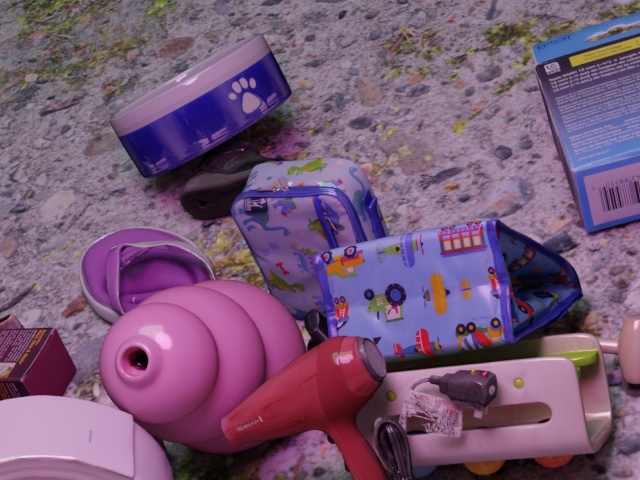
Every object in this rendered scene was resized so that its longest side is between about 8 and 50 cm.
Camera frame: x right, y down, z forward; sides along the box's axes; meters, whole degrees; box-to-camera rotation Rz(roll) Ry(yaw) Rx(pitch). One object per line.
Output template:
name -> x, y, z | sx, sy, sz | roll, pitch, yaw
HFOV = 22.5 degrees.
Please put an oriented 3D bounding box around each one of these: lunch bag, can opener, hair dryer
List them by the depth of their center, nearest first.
hair dryer -> 0.030, 0.212, 1.689 | 0.293, 0.224, 0.080 | 13, 3, 20
lunch bag -> 0.160, 0.058, 1.856 | 0.220, 0.138, 0.293 | -11, -4, 26
can opener -> 0.004, 0.152, 1.928 | 0.059, 0.073, 0.186 | -45, 20, 17
lunch bag -> 0.000, 0.000, 2.026 | 0.176, 0.219, 0.090 | -1, 40, 26

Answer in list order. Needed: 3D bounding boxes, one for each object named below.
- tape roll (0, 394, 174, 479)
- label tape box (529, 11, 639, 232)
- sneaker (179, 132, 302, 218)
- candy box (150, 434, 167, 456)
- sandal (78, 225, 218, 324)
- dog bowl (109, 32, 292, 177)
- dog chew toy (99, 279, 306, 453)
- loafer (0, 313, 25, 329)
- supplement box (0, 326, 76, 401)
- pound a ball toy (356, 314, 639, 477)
tape roll -> -0.292, 0.302, 1.712 | 0.286, 0.286, 0.100 | -17, 34, 5
label tape box -> 0.431, -0.175, 2.139 | 0.249, 0.115, 0.348 | -16, 32, 7
sneaker -> -0.086, -0.105, 2.330 | 0.227, 0.087, 0.130 | -8, 43, 27
candy box -> -0.301, 0.306, 1.897 | 0.233, 0.071, 0.159 | -16, 34, 6
sandal -> -0.215, 0.058, 2.163 | 0.169, 0.102, 0.416 | -31, 36, -15
dog bowl -> -0.178, -0.201, 2.408 | 0.264, 0.104, 0.265 | -28, 10, 6
dog chew toy -> -0.143, 0.140, 1.824 | 0.206, 0.207, 0.332 | -2, -6, 18
loafer -> -0.477, 0.129, 2.256 | 0.125, 0.039, 0.045 | -14, 36, 10
supplement box -> -0.434, 0.179, 2.131 | 0.188, 0.081, 0.104 | -3, 38, 25
pound a ball toy -> 0.207, 0.180, 1.783 | 0.319, 0.136, 0.208 | -8, 6, 23
